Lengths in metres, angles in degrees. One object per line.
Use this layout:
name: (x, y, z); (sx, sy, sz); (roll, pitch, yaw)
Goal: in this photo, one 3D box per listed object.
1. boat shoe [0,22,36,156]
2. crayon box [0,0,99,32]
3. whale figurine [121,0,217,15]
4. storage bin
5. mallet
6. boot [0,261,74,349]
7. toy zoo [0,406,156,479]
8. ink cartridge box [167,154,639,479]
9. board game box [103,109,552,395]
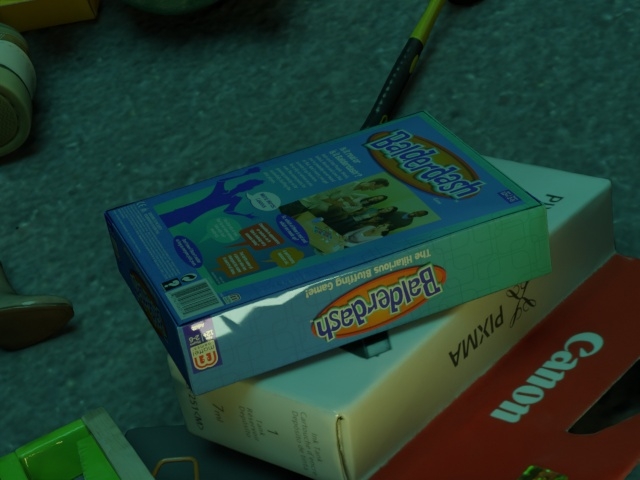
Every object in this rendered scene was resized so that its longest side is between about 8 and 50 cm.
boat shoe: (-0.367, -0.103, 1.206); (0.302, 0.113, 0.103); (-6, 43, 2)
crayon box: (-0.285, -0.270, 1.341); (0.202, 0.081, 0.318); (-8, 47, 11)
whale figurine: (-0.068, -0.254, 1.246); (0.272, 0.141, 0.216); (-2, 44, -17)
storage bin: (-0.067, 0.149, 0.892); (0.135, 0.098, 0.091); (-6, 37, 12)
mallet: (0.076, -0.145, 1.150); (0.039, 0.062, 0.190); (13, 69, 29)
boot: (-0.228, 0.036, 1.075); (0.118, 0.042, 0.087); (-16, 44, 3)
toy zoo: (-0.220, 0.180, 0.776); (0.293, 0.030, 0.192); (-25, 14, -12)
ink cartridge box: (0.093, 0.047, 0.877); (0.239, 0.060, 0.275); (13, 36, 38)
board game box: (0.000, 0.000, 0.880); (0.210, 0.047, 0.160); (-18, 29, -13)
